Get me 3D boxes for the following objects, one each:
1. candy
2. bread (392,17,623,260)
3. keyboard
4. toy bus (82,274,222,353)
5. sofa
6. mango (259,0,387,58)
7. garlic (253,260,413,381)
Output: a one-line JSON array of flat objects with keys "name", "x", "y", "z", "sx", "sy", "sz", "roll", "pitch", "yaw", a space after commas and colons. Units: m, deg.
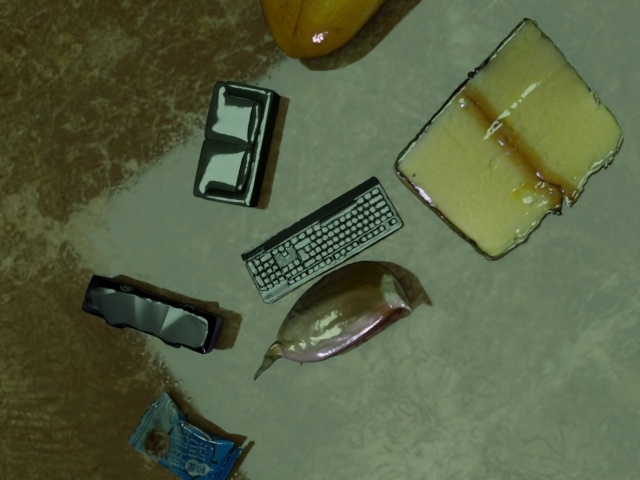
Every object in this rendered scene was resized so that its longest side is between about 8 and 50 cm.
[{"name": "candy", "x": -0.168, "y": 0.252, "z": 1.798, "sx": 0.136, "sy": 0.038, "sz": 0.088, "roll": 34, "pitch": 109, "yaw": 17}, {"name": "bread", "x": 0.224, "y": -0.107, "z": 1.674, "sx": 0.178, "sy": 0.135, "sz": 0.240, "roll": 43, "pitch": 95, "yaw": 9}, {"name": "keyboard", "x": 0.000, "y": 0.000, "z": 1.778, "sx": 0.196, "sy": 0.015, "sz": 0.074, "roll": -30, "pitch": 83, "yaw": 9}, {"name": "toy bus", "x": -0.203, "y": 0.090, "z": 1.789, "sx": 0.172, "sy": 0.072, "sz": 0.057, "roll": 18, "pitch": 91, "yaw": 13}, {"name": "sofa", "x": -0.107, "y": -0.118, "z": 1.780, "sx": 0.085, "sy": 0.060, "sz": 0.147, "roll": 13, "pitch": 92, "yaw": 12}, {"name": "mango", "x": 0.011, "y": -0.341, "z": 1.726, "sx": 0.187, "sy": 0.138, "sz": 0.257, "roll": 35, "pitch": 100, "yaw": -8}, {"name": "garlic", "x": 0.009, "y": 0.096, "z": 1.716, "sx": 0.198, "sy": 0.128, "sz": 0.090, "roll": -26, "pitch": 100, "yaw": 7}]
